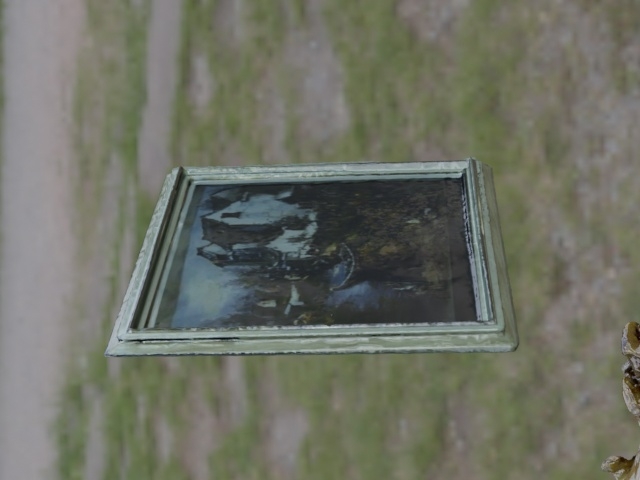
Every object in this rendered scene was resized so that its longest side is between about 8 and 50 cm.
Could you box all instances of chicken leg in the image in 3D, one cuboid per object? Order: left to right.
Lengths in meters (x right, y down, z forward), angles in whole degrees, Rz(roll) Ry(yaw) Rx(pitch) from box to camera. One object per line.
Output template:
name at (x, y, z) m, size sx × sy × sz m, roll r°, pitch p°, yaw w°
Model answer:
chicken leg at (0.260, 0.153, 1.353) m, size 0.085 × 0.101 × 0.207 m, roll -102°, pitch -11°, yaw -58°

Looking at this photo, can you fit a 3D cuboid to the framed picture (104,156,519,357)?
framed picture at (0.000, 0.000, 1.091) m, size 0.296 × 0.232 × 0.019 m, roll -86°, pitch -6°, yaw -68°
